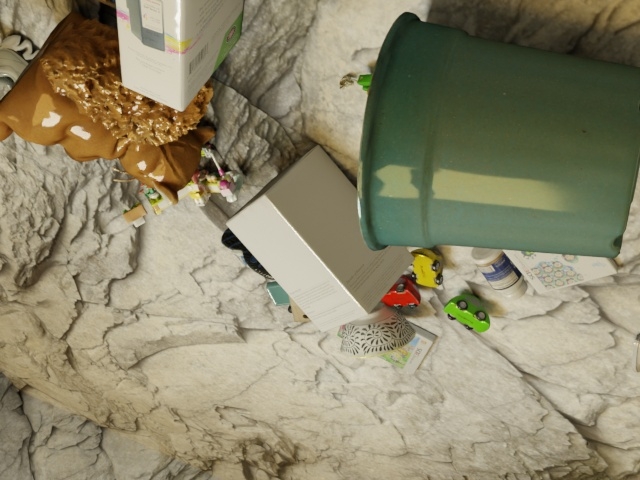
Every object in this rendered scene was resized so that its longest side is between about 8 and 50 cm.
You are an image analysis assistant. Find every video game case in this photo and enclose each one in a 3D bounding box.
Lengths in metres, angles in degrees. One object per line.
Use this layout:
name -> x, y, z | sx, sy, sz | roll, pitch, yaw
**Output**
video game case -> 0.150, 0.226, 1.985 | 0.212, 0.023, 0.193 | 27, 148, 7
video game case -> 0.414, 0.026, 1.470 | 0.157, 0.019, 0.143 | -22, 121, 41

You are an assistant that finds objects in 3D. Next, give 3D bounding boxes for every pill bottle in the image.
pill bottle -> 0.334, 0.054, 1.552 | 0.067, 0.067, 0.120 | -8, 131, 46

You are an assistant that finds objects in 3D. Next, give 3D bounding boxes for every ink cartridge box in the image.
ink cartridge box -> -0.205, -0.391, 1.258 | 0.119, 0.207, 0.353 | 26, 148, 6

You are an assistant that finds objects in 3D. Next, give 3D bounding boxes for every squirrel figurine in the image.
squirrel figurine -> -0.363, -0.230, 1.565 | 0.370, 0.281, 0.397 | 39, 151, -25

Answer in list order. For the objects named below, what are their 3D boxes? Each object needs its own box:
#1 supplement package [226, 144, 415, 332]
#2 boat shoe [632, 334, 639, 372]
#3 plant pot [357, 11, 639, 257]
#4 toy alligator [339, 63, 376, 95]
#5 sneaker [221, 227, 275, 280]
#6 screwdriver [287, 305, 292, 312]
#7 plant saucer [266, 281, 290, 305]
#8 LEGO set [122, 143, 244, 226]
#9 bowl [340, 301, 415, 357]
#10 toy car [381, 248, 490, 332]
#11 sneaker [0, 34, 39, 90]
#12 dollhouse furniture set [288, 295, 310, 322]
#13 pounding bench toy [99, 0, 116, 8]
supplement package -> 0.000, 0.000, 1.614 | 0.293, 0.175, 0.177 | 49, 146, -8
boat shoe -> 0.608, 0.216, 1.580 | 0.035, 0.035, 0.100 | 14, 138, 30
plant pot -> 0.259, -0.127, 1.153 | 0.334, 0.341, 0.341 | 9, 143, 18
toy alligator -> 0.100, -0.251, 1.343 | 0.051, 0.056, 0.190 | 21, 173, -30
sneaker -> -0.136, 0.032, 1.889 | 0.211, 0.080, 0.081 | 37, 173, 44
screwdriver -> -0.048, 0.132, 2.031 | 0.025, 0.024, 0.170 | 54, 146, 18
plant saucer -> -0.061, 0.123, 2.007 | 0.192, 0.018, 0.067 | -12, 109, 49
LEGO set -> -0.299, -0.126, 1.774 | 0.287, 0.132, 0.107 | -12, 126, 19
bowl -> 0.115, 0.184, 1.823 | 0.170, 0.170, 0.080 | -4, 108, 43
toy car -> 0.250, 0.111, 1.716 | 0.225, 0.053, 0.239 | 31, 149, 0
sneaker -> -0.576, -0.299, 1.785 | 0.292, 0.118, 0.110 | 38, 146, -13
dollhouse furniture set -> 0.024, 0.088, 1.843 | 0.184, 0.129, 0.129 | -5, 143, 1
pounding bench toy -> -0.376, -0.452, 1.464 | 0.083, 0.052, 0.065 | 26, 148, 9
